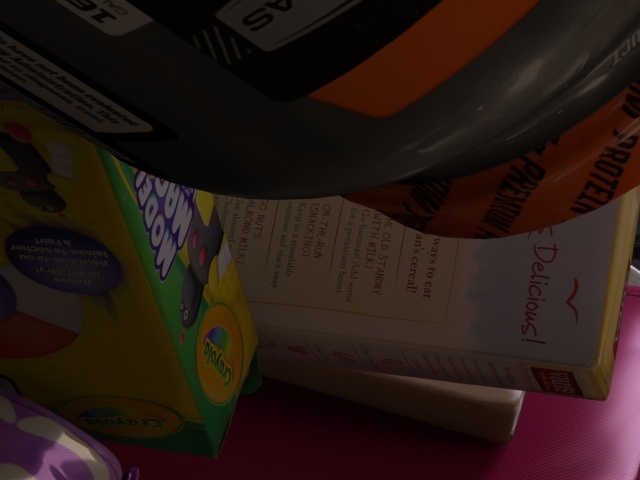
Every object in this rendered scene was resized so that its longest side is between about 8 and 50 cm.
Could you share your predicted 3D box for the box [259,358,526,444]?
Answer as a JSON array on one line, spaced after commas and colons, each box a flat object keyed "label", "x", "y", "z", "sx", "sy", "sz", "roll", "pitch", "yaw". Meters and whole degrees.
[{"label": "box", "x": 0.000, "y": 0.000, "z": 0.778, "sx": 0.164, "sy": 0.201, "sz": 0.021, "roll": -64, "pitch": 166, "yaw": -51}]

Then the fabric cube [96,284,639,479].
[{"label": "fabric cube", "x": 0.010, "y": 0.178, "z": 0.797, "sx": 0.258, "sy": 0.254, "sz": 0.259, "roll": -62, "pitch": 155, "yaw": -54}]

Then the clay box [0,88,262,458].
[{"label": "clay box", "x": -0.097, "y": -0.002, "z": 0.558, "sx": 0.222, "sy": 0.127, "sz": 0.053, "roll": 76, "pitch": 26, "yaw": -52}]

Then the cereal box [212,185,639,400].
[{"label": "cereal box", "x": -0.004, "y": -0.043, "z": 0.665, "sx": 0.047, "sy": 0.240, "sz": 0.173, "roll": 60, "pitch": 40, "yaw": -66}]

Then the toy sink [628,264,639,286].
[{"label": "toy sink", "x": 0.100, "y": 0.042, "z": 1.257, "sx": 0.131, "sy": 0.234, "sz": 0.153, "roll": -48, "pitch": 157, "yaw": -11}]

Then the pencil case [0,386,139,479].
[{"label": "pencil case", "x": -0.128, "y": 0.141, "z": 0.554, "sx": 0.086, "sy": 0.088, "sz": 0.206, "roll": -42, "pitch": -156, "yaw": 60}]

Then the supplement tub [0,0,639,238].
[{"label": "supplement tub", "x": -0.045, "y": -0.131, "z": 0.340, "sx": 0.316, "sy": 0.193, "sz": 0.193, "roll": 31, "pitch": 63, "yaw": -40}]
